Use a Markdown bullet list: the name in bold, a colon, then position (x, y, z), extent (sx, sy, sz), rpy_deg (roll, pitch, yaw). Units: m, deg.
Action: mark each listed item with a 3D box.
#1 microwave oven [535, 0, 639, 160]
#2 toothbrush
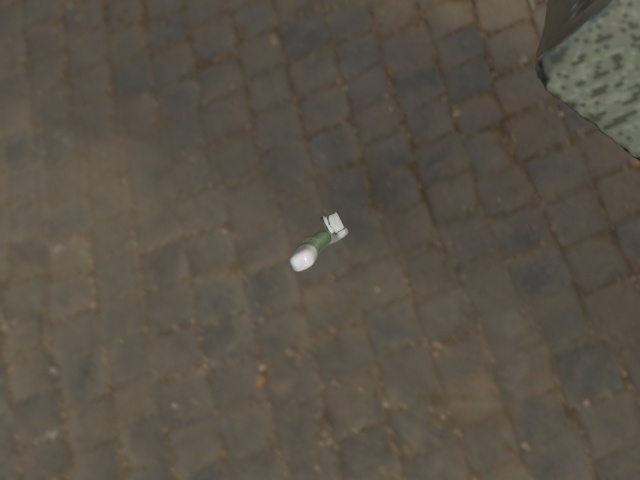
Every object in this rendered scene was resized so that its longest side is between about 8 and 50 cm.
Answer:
- **microwave oven**: position (0.385, -0.117, 0.839), extent (0.374, 0.432, 0.236), rpy_deg (-41, 21, 43)
- **toothbrush**: position (0.000, 0.000, 1.073), extent (0.018, 0.257, 0.024), rpy_deg (-26, 93, 8)
